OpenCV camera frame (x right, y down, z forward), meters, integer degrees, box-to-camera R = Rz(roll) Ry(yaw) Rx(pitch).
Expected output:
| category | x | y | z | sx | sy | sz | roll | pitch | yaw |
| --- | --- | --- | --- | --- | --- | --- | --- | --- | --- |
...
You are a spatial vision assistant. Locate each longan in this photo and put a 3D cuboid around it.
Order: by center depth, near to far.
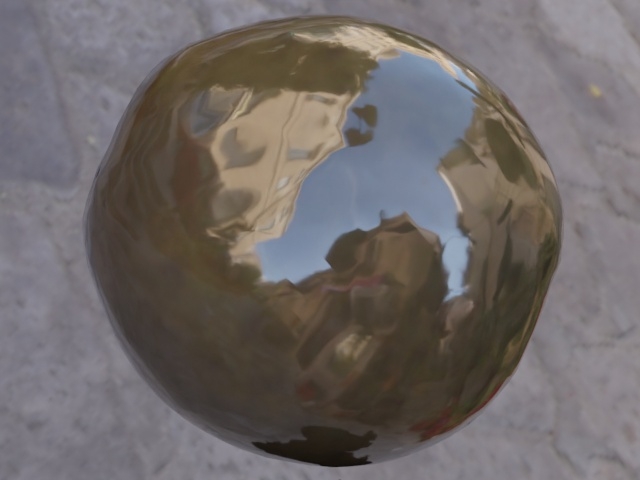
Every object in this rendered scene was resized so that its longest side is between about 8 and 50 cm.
| category | x | y | z | sx | sy | sz | roll | pitch | yaw |
| --- | --- | --- | --- | --- | --- | --- | --- | --- | --- |
| longan | 0.000 | -0.002 | 0.948 | 0.297 | 0.297 | 0.297 | 30 | 38 | -27 |

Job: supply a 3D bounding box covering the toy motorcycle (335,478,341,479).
| category | x | y | z | sx | sy | sz | roll | pitch | yaw |
| --- | --- | --- | --- | --- | --- | --- | --- | --- | --- |
| toy motorcycle | 0.003 | 0.213 | 0.987 | 0.130 | 0.229 | 0.094 | -27 | 92 | -18 |
